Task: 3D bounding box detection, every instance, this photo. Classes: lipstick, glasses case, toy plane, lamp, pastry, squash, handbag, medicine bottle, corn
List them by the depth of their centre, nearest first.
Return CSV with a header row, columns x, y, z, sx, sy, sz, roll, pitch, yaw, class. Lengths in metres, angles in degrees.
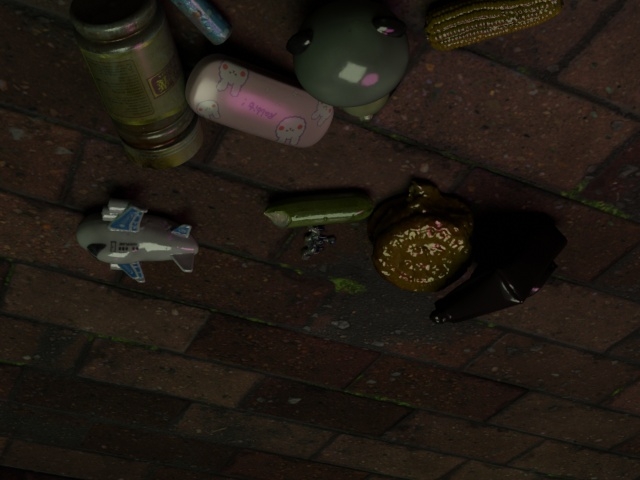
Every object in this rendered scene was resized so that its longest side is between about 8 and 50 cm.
x,y,z,sx,sy,sz,roll,pitch,yaw,class
-0.211,-0.392,1.428,0.048,0.048,0.158,-22,138,26,lipstick
0.285,-0.374,1.429,0.231,0.080,0.080,-12,141,16,corn
0.057,-0.302,1.457,0.197,0.198,0.244,-8,165,10,lamp
-0.310,-0.282,1.486,0.151,0.151,0.322,-5,142,6,medicine bottle
-0.104,-0.247,1.550,0.296,0.075,0.113,13,116,-37,glasses case
-0.005,-0.065,1.837,0.238,0.069,0.069,-5,142,5,squash
0.227,0.007,1.879,0.240,0.132,0.235,22,138,-28,pastry
0.386,0.081,1.881,0.113,0.285,0.257,53,136,-2,handbag
-0.399,0.001,1.883,0.266,0.123,0.267,2,141,2,toy plane

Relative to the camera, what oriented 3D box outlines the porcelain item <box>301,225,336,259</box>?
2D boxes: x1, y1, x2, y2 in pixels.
x,y,z,sx,sy,sz,roll,pitch,yaw,class
0.000,0.000,1.961,0.075,0.021,0.136,1,143,-8,porcelain item
